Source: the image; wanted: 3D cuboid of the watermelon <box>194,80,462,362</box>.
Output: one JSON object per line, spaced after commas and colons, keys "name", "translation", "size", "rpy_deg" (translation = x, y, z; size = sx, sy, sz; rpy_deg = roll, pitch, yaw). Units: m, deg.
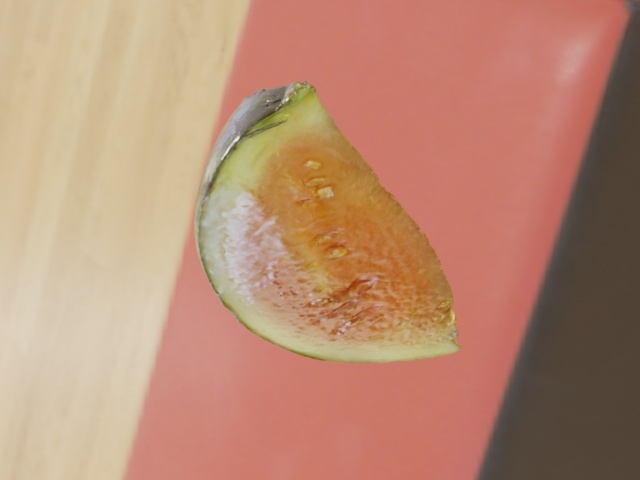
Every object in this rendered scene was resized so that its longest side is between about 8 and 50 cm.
{"name": "watermelon", "translation": [0.001, 0.004, 0.835], "size": [0.119, 0.245, 0.063], "rpy_deg": [-8, 49, 22]}
